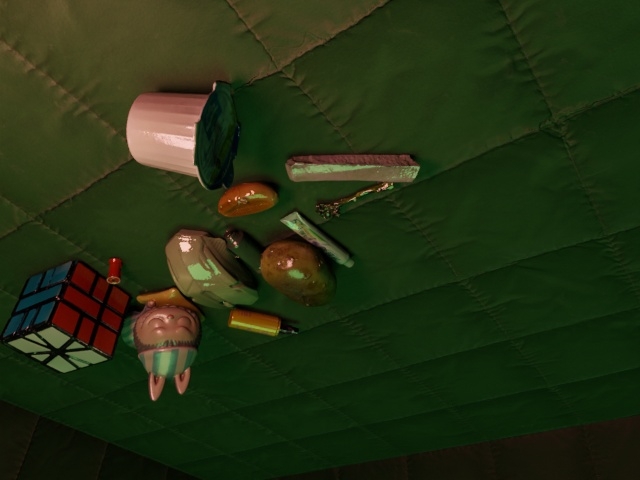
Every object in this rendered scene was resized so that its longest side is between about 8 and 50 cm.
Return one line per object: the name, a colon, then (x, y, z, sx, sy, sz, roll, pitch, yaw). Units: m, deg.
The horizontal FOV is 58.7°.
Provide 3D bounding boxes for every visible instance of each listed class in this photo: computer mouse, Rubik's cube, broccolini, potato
computer mouse: (-0.374, 0.132, 1.937, 0.228, 0.146, 0.429, -16, 138, 19)
Rubik's cube: (-0.904, 0.278, 2.045, 0.288, 0.284, 0.293, -17, 133, 25)
broccolini: (0.099, -0.115, 1.668, 0.254, 0.058, 0.071, -17, 180, 28)
potato: (-0.057, 0.109, 1.858, 0.210, 0.173, 0.307, -14, 142, 28)

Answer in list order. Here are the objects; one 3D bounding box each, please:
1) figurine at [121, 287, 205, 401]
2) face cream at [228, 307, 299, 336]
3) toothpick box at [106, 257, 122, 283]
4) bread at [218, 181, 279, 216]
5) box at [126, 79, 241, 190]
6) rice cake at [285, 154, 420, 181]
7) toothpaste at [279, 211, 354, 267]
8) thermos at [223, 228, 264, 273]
figurine: (-0.625, 0.410, 2.116, 0.361, 0.378, 0.266, -25, 133, 28)
face cream: (-0.217, 0.326, 2.213, 0.273, 0.078, 0.078, 15, 140, -14)
toothpick box: (-0.712, 0.104, 1.973, 0.047, 0.083, 0.047, -6, 144, -4)
bread: (-0.211, -0.123, 1.663, 0.189, 0.078, 0.114, -11, 159, 16)
box: (-0.337, -0.255, 1.415, 0.206, 0.262, 0.291, 11, 151, 10)
rice cake: (0.087, -0.199, 1.559, 0.364, 0.056, 0.073, 0, 135, 5)
toothpaste: (0.000, 0.000, 1.825, 0.074, 0.048, 0.297, -25, 130, 39)
thermos: (-0.245, 0.027, 1.858, 0.083, 0.073, 0.188, 13, 155, 47)
